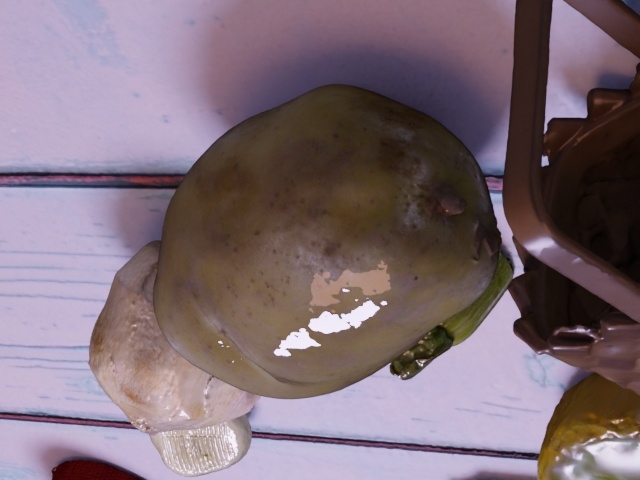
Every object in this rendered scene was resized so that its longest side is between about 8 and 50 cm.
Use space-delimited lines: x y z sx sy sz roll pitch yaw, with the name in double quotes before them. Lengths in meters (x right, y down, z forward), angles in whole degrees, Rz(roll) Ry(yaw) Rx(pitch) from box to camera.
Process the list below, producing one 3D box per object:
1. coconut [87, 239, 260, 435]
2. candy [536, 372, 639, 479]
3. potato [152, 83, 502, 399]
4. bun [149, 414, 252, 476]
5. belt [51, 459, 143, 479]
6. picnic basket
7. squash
"coconut" -0.137 0.103 1.787 0.194 0.194 0.194 14 141 12
"candy" 0.336 0.225 1.756 0.260 0.118 0.260 16 137 15
"potato" 0.000 0.000 1.569 0.243 0.221 0.326 56 134 8
"bun" -0.130 0.203 1.996 0.115 0.069 0.115 4 121 6
"belt" -0.251 0.359 2.195 0.201 0.124 0.128 30 139 -9
"picnic basket" 0.258 -0.040 1.369 0.321 0.254 0.291 31 142 -31
"squash" 0.109 0.066 1.665 0.105 0.132 0.105 16 142 12
